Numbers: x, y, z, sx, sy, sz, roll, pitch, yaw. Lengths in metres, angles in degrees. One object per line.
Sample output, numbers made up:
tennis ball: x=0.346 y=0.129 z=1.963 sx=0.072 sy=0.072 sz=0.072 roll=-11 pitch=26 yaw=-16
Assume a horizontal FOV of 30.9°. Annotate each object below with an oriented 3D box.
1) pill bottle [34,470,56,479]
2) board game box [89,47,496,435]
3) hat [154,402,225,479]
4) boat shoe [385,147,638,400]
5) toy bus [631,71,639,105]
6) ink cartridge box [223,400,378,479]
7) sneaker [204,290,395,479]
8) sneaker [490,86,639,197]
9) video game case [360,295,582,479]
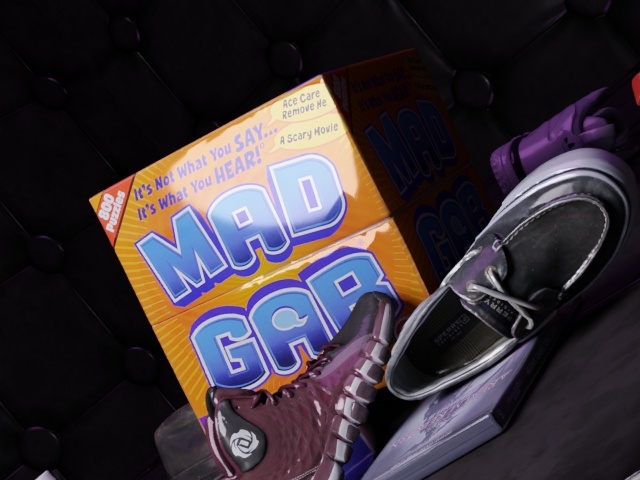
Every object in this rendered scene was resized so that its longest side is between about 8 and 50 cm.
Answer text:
pill bottle: x=-0.312 y=0.406 z=1.465 sx=0.124 sy=0.221 sz=0.124 roll=-40 pitch=1 yaw=1
board game box: x=0.000 y=0.000 z=1.508 sx=0.356 sy=0.356 sz=0.356 roll=-24 pitch=3 yaw=26
hat: x=-0.152 y=0.295 z=1.721 sx=0.331 sy=0.134 sz=0.331 roll=-30 pitch=-6 yaw=-4
boat shoe: x=0.183 y=0.054 z=1.124 sx=0.335 sy=0.121 sz=0.119 roll=-53 pitch=0 yaw=37
toy bus: x=0.422 y=-0.123 z=1.130 sx=0.202 sy=0.191 sz=0.104 roll=-39 pitch=-42 yaw=-1
ink cartridge box: x=-0.073 y=0.310 z=1.397 sx=0.324 sy=0.071 sz=0.330 roll=-39 pitch=0 yaw=5
sneaker: x=-0.031 y=0.156 z=1.218 sx=0.106 sy=0.162 sz=0.281 roll=121 pitch=171 yaw=-65
sneaker: x=0.425 y=-0.151 z=1.940 sx=0.210 sy=0.137 sz=0.366 roll=-28 pitch=-2 yaw=23
video game case: x=0.151 y=0.156 z=1.167 sx=0.196 sy=0.026 sz=0.274 roll=-39 pitch=0 yaw=35
